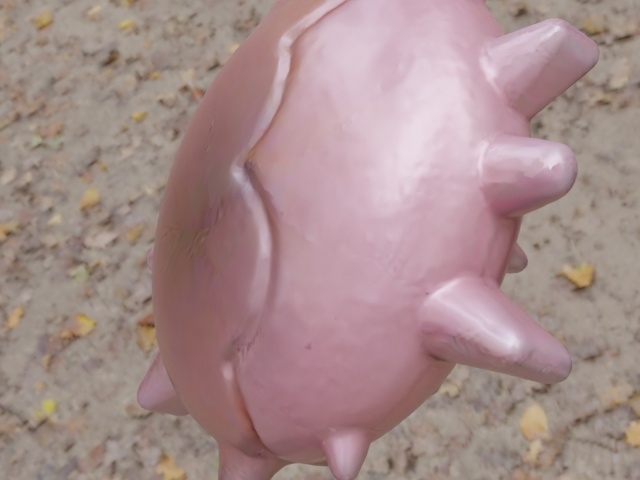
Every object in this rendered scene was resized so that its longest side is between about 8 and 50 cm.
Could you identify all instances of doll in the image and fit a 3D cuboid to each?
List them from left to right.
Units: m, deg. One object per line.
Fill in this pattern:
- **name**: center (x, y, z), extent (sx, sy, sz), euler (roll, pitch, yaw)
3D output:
- **doll**: center (0.000, 0.000, 0.405), extent (0.211, 0.093, 0.262), euler (1, 75, 51)
